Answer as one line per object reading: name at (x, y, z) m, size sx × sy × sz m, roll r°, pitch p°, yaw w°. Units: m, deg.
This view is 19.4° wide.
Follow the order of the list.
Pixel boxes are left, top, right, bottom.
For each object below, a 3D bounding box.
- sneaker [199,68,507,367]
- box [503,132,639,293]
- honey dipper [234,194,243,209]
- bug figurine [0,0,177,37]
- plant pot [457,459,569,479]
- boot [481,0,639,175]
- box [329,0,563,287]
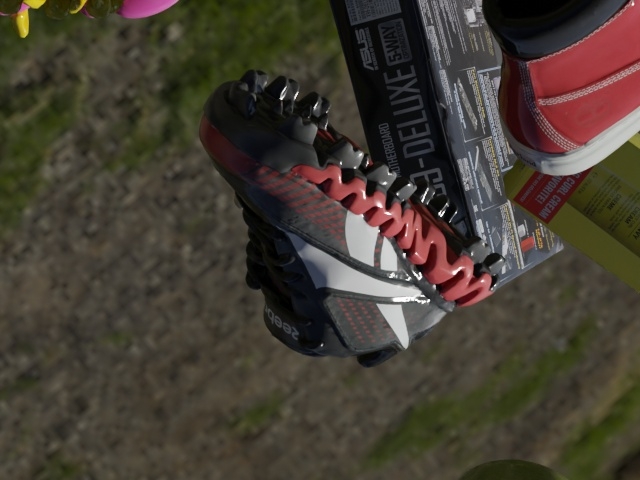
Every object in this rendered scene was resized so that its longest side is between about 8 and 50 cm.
sneaker at (0.000, 0.000, 1.121) m, size 0.135 × 0.097 × 0.276 m, roll -44°, pitch 142°, yaw 7°
box at (0.243, -0.003, 1.286) m, size 0.087 × 0.232 × 0.058 m, roll -52°, pitch -172°, yaw 16°
honey dipper at (-0.053, -0.009, 1.617) m, size 0.030 × 0.160 × 0.030 m, roll -6°, pitch 116°, yaw -13°
bug figurine at (-0.138, -0.167, 0.754) m, size 0.072 × 0.216 × 0.279 m, roll 72°, pitch 30°, yaw -62°
plant pot at (0.167, 0.349, 1.717) m, size 0.275 × 0.275 × 0.293 m, roll -54°, pitch -168°, yaw 38°
boot at (0.191, -0.158, 1.003) m, size 0.244 × 0.088 × 0.176 m, roll -40°, pitch 151°, yaw -10°
box at (0.110, -0.113, 1.606) m, size 0.077 × 0.307 × 0.242 m, roll -13°, pitch -176°, yaw 23°
